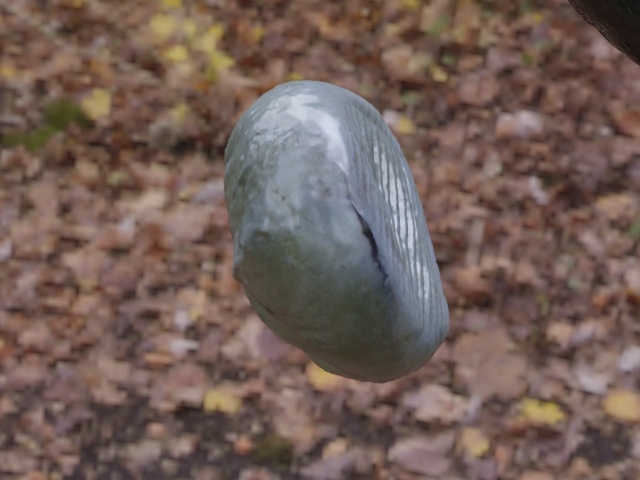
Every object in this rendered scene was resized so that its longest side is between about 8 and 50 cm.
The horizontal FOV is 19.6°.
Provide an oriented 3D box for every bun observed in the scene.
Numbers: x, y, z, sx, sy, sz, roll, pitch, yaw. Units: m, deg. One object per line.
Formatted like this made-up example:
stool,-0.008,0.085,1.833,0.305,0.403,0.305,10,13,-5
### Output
bun,0.000,0.000,0.825,0.083,0.141,0.141,-19,20,13

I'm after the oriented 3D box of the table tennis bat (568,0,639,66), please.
table tennis bat,0.062,-0.088,0.329,0.236,0.150,0.027,-12,14,0
